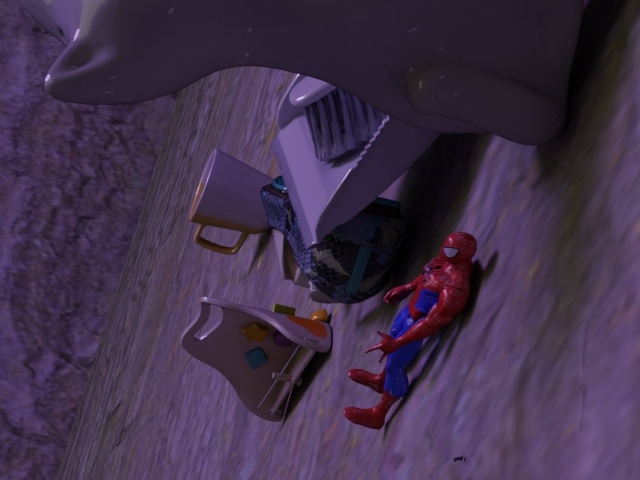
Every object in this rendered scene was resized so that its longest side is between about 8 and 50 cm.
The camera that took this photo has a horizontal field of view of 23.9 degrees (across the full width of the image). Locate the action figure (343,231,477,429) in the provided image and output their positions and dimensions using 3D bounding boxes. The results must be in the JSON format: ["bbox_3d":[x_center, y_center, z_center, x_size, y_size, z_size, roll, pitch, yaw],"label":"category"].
[{"bbox_3d":[0.039,0.036,0.650,0.115,0.030,0.038,-58,11,42],"label":"action figure"}]

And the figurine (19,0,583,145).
[{"bbox_3d":[-0.022,-0.120,0.615,0.215,0.210,0.092,-109,22,-48],"label":"figurine"}]

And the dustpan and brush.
[{"bbox_3d":[0.049,-0.105,0.738,0.211,0.060,0.147,-37,26,9],"label":"dustpan and brush"}]

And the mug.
[{"bbox_3d":[-0.068,-0.031,1.224,0.078,0.064,0.062,126,161,-58],"label":"mug"}]

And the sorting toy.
[{"bbox_3d":[-0.041,0.058,0.881,0.083,0.075,0.045,122,164,-47],"label":"sorting toy"}]

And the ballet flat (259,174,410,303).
[{"bbox_3d":[0.000,0.000,0.822,0.188,0.070,0.070,-145,75,-81],"label":"ballet flat"}]
